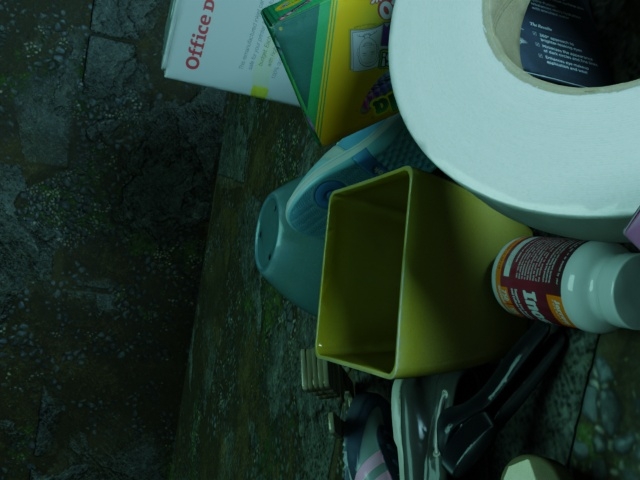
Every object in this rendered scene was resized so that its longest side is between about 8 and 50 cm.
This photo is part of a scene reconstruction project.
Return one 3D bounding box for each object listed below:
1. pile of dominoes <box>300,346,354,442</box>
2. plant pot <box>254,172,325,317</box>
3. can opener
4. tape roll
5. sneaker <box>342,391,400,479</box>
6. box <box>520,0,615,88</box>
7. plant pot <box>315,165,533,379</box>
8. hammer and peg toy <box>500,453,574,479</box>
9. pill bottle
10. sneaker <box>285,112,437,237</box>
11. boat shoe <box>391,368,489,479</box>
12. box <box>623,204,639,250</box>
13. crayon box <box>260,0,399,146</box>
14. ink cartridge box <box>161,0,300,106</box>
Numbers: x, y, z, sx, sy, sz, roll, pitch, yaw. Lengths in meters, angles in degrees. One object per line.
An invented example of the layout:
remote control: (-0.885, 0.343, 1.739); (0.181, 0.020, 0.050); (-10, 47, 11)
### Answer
pile of dominoes: (0.016, 0.217, 0.973); (0.251, 0.040, 0.196); (66, -162, -62)
plant pot: (0.000, 0.000, 1.062); (0.290, 0.195, 0.290); (-172, 90, -68)
can opener: (0.189, 0.165, 0.650); (0.186, 0.059, 0.073); (-50, 30, 0)
tape roll: (0.233, -0.192, 0.467); (0.392, 0.072, 0.392); (-15, 65, 35)
sneaker: (0.109, 0.346, 0.832); (0.131, 0.112, 0.319); (-28, 48, 31)
box: (0.206, -0.202, 0.663); (0.093, 0.155, 0.158); (132, 141, -56)
plant pot: (0.126, 0.048, 0.736); (0.212, 0.187, 0.212); (171, 106, -67)
hammer and peg toy: (0.113, 0.365, 0.533); (0.361, 0.127, 0.266); (-47, 46, 8)
pill bottle: (0.239, 0.040, 0.588); (0.152, 0.086, 0.086); (-175, 93, -69)
sneaker: (0.074, -0.150, 0.936); (0.319, 0.127, 0.208); (-35, 35, 17)
boat shoe: (0.148, 0.303, 0.694); (0.095, 0.112, 0.335); (-23, 63, 39)
box: (0.303, 0.035, 0.254); (0.243, 0.213, 0.117); (-112, 37, -51)
crayon box: (0.088, -0.251, 0.757); (0.081, 0.278, 0.165); (-114, -1, -54)
ink cartridge box: (-0.062, -0.401, 1.097); (0.160, 0.384, 0.279); (-102, 29, -41)
